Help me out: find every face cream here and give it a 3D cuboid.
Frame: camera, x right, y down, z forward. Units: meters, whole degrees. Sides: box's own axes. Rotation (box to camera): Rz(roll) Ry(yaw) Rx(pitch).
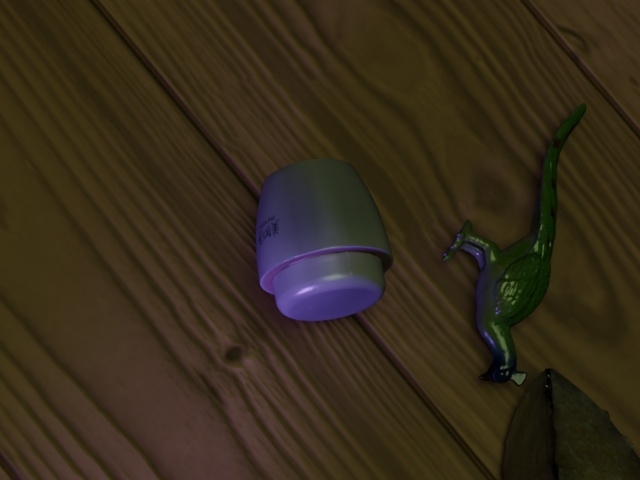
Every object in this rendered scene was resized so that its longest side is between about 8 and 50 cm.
[{"bbox_3d":[0.000,0.000,1.293,0.091,0.091,0.095,-8,69,-10],"label":"face cream"}]

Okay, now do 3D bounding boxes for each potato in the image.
[{"bbox_3d":[0.170,0.186,1.288,0.100,0.089,0.172,19,41,-23],"label":"potato"}]

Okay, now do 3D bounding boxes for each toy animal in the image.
[{"bbox_3d":[0.130,-0.009,1.340,0.075,0.041,0.217,17,71,-5],"label":"toy animal"}]
